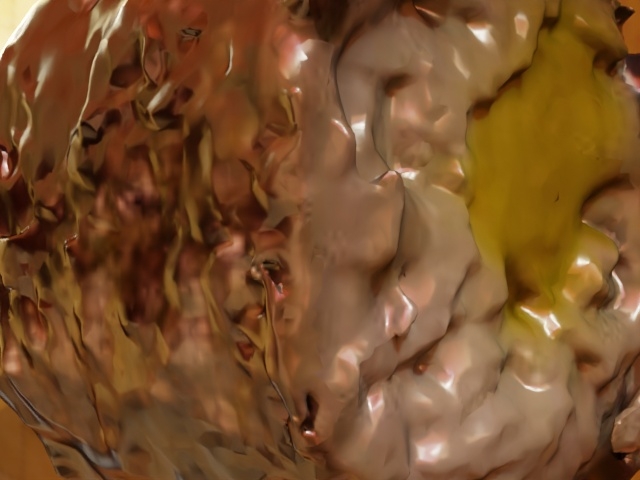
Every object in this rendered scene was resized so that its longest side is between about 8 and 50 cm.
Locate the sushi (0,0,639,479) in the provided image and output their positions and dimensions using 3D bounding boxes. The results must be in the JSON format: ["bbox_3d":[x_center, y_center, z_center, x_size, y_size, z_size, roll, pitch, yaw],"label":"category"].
[{"bbox_3d":[0.000,0.000,0.679,0.294,0.281,0.299,-3,107,46],"label":"sushi"}]
